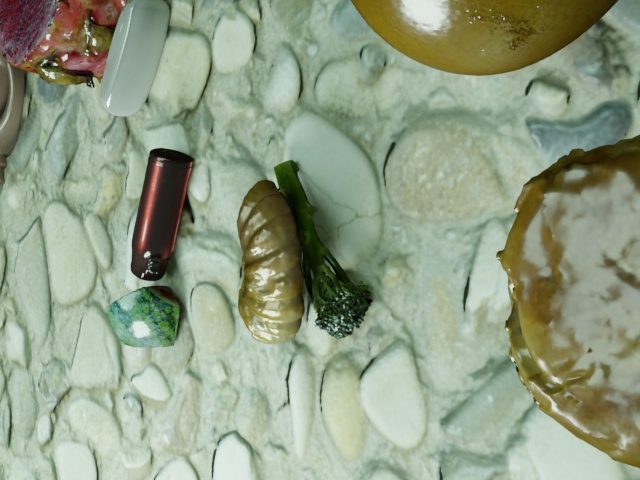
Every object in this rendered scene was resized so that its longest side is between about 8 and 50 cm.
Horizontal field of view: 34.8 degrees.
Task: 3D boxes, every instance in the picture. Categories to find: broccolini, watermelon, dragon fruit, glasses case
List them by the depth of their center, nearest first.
[{"bbox_3d":[-0.001,-0.001,1.087,0.058,0.067,0.216,-38,56,37],"label":"broccolini"},{"bbox_3d":[-0.226,0.096,1.307,0.072,0.092,0.085,-132,56,-82],"label":"watermelon"},{"bbox_3d":[-0.239,-0.237,1.312,0.041,0.063,0.164,37,117,36],"label":"glasses case"},{"bbox_3d":[-0.319,-0.307,1.353,0.282,0.147,0.211,-16,70,43],"label":"dragon fruit"}]

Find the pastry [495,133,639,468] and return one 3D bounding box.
[{"bbox_3d":[0.283,0.040,0.707,0.310,0.162,0.255,14,93,37],"label":"pastry"}]

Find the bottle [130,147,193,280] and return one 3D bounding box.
[{"bbox_3d":[-0.203,-0.030,1.286,0.060,0.060,0.164,30,113,41],"label":"bottle"}]

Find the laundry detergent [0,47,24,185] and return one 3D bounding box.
[{"bbox_3d":[-0.506,-0.211,1.582,0.171,0.076,0.237,-18,79,45],"label":"laundry detergent"}]

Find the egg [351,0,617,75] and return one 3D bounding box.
[{"bbox_3d":[0.132,-0.301,0.767,0.282,0.282,0.351,23,108,43],"label":"egg"}]

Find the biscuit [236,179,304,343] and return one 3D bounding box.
[{"bbox_3d":[-0.057,0.032,1.084,0.118,0.061,0.183,-135,42,-64],"label":"biscuit"}]
